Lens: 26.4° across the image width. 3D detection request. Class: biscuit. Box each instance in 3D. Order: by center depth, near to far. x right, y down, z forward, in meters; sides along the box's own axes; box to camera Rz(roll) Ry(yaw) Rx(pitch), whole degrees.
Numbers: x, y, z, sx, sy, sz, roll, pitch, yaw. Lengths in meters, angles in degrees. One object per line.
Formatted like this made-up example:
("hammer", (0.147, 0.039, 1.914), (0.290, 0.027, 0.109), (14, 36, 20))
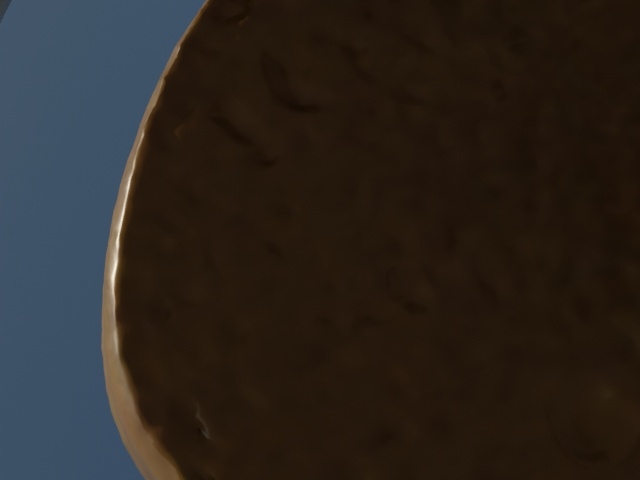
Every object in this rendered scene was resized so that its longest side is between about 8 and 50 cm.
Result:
("biscuit", (0.091, 0.034, 0.468), (0.351, 0.057, 0.312), (31, -109, 6))

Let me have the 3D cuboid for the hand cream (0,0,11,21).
("hand cream", (-0.260, -0.249, 1.054), (0.089, 0.314, 0.140), (-13, -110, -33))
